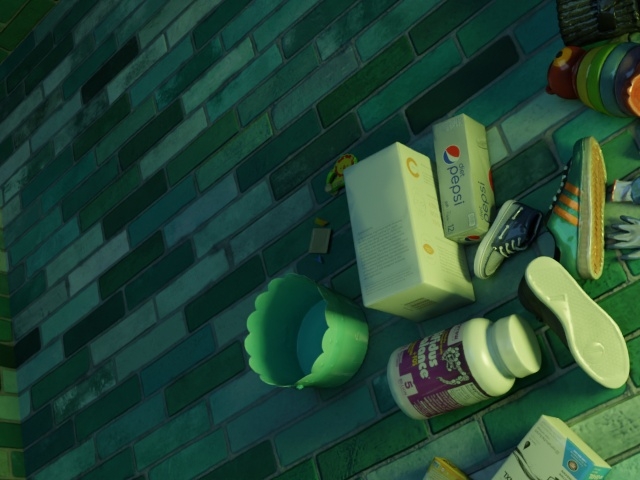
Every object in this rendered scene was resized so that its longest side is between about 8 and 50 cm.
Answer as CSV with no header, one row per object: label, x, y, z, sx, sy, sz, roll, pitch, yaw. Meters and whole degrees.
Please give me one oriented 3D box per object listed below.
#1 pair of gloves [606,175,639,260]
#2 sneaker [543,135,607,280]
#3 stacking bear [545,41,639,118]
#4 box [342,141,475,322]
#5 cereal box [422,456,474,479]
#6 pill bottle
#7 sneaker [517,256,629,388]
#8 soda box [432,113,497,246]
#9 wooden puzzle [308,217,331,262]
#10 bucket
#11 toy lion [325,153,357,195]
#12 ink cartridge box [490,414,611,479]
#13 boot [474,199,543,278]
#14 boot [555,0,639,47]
pair of gloves,0.654,-0.055,1.787,0.159,0.023,0.198,3,79,40
sneaker,0.518,-0.068,1.850,0.121,0.108,0.302,-2,76,36
stacking bear,0.591,-0.338,1.846,0.289,0.164,0.175,24,82,54
box,0.199,-0.014,2.039,0.168,0.215,0.345,-25,60,34
cereal box,0.259,0.608,1.895,0.173,0.047,0.240,30,96,43
pill bottle,0.304,0.262,1.888,0.301,0.169,0.169,-27,60,32
sneaker,0.506,0.165,1.801,0.104,0.147,0.296,-35,83,-3
soda box,0.332,-0.138,2.044,0.091,0.098,0.286,-20,63,37
wooden puzzle,0.000,0.000,2.350,0.078,0.014,0.116,10,83,47
bucket,-0.030,0.232,2.183,0.281,0.183,0.281,-15,65,37
toy lion,0.056,-0.178,2.349,0.100,0.034,0.096,-25,54,34
ink cartridge box,0.442,0.470,1.754,0.203,0.086,0.148,-56,48,11
boot,0.408,0.006,1.948,0.086,0.069,0.190,26,92,46
boot,0.639,-0.590,1.902,0.260,0.131,0.348,-1,76,41
